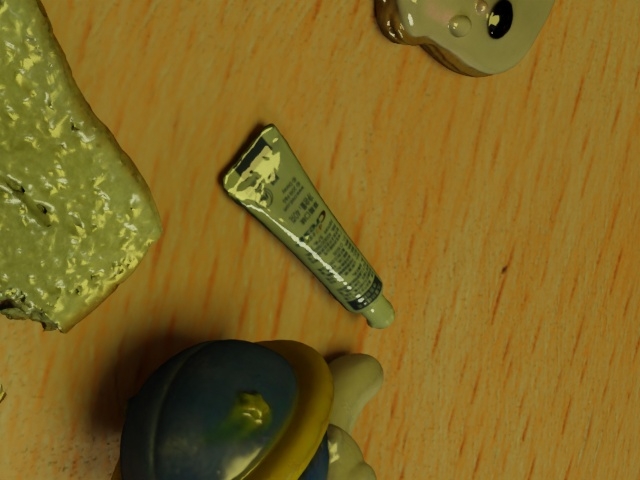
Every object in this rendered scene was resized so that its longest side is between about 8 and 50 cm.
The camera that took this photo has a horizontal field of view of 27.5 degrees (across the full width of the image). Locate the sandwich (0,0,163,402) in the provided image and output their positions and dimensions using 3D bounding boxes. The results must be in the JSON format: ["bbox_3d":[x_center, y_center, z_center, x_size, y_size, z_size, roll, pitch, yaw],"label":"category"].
[{"bbox_3d":[-0.235,-0.003,0.726,0.273,0.095,0.249,-49,136,-23],"label":"sandwich"}]

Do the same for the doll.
[{"bbox_3d":[-0.020,0.152,0.942,0.242,0.159,0.311,54,41,-19],"label":"doll"}]

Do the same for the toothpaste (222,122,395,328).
[{"bbox_3d":[0.000,0.000,1.007,0.062,0.037,0.216,-54,131,-16],"label":"toothpaste"}]

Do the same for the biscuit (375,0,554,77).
[{"bbox_3d":[0.131,-0.222,1.051,0.208,0.049,0.181,22,89,-46],"label":"biscuit"}]
